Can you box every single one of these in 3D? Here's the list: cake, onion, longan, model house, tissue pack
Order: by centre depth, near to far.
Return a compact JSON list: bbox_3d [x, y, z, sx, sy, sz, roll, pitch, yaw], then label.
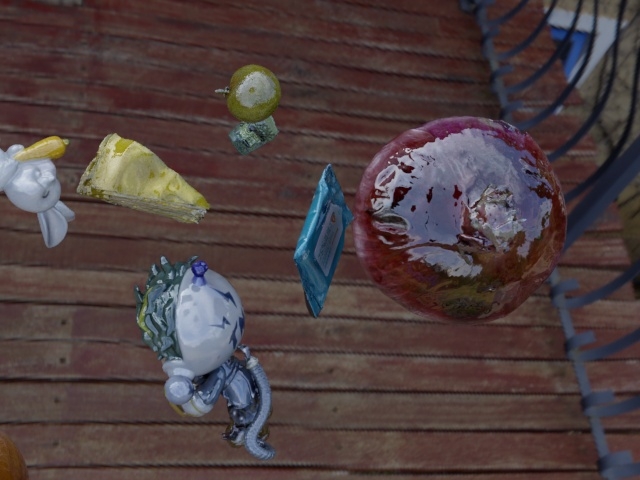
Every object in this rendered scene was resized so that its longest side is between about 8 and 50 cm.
[{"bbox_3d":[0.000,0.000,0.862,0.028,0.085,0.138,-2,47,21],"label":"tissue pack"},{"bbox_3d":[-0.091,-0.186,1.073,0.083,0.075,0.075,8,54,-7],"label":"longan"},{"bbox_3d":[-0.256,-0.065,1.234,0.185,0.080,0.116,52,56,-24],"label":"cake"},{"bbox_3d":[0.227,-0.027,1.322,0.348,0.285,0.347,0,93,-9],"label":"onion"},{"bbox_3d":[-0.121,-0.187,1.449,0.066,0.083,0.078,51,15,-33],"label":"model house"}]

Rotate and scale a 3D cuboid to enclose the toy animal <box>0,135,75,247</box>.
[{"bbox_3d":[-0.427,-0.082,1.258,0.182,0.127,0.131,27,55,-30],"label":"toy animal"}]

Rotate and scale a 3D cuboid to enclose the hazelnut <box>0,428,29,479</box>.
[{"bbox_3d":[-0.610,0.426,1.272,0.315,0.372,0.372,18,46,-43],"label":"hazelnut"}]

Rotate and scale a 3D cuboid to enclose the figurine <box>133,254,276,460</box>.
[{"bbox_3d":[-0.201,0.196,1.492,0.186,0.382,0.261,-19,32,1],"label":"figurine"}]
